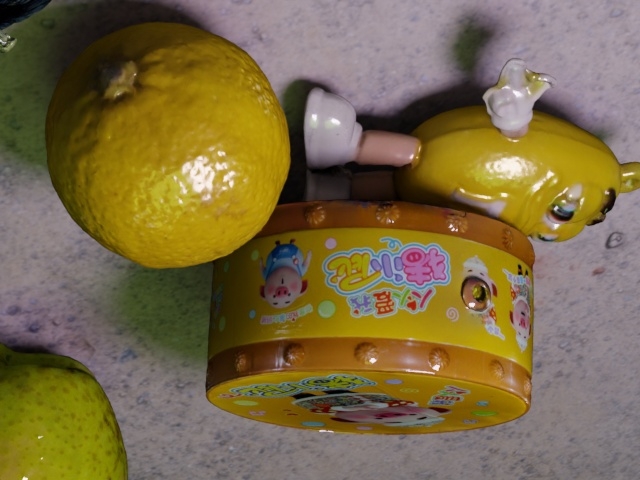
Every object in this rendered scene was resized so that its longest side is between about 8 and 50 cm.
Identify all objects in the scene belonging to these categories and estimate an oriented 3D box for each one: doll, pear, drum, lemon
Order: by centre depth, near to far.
[{"bbox_3d":[-0.169,-0.105,1.777,0.293,0.293,0.293,-10,141,-8],"label":"lemon"},{"bbox_3d":[0.166,-0.100,1.984,0.423,0.161,0.348,-12,148,19],"label":"doll"},{"bbox_3d":[0.064,0.105,2.017,0.431,0.214,0.431,3,164,1],"label":"drum"},{"bbox_3d":[-0.426,0.308,2.124,0.391,0.391,0.391,-10,141,-8],"label":"pear"}]

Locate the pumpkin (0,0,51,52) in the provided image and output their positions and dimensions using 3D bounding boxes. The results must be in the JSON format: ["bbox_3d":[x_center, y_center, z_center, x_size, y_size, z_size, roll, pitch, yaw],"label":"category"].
[{"bbox_3d":[-0.351,-0.273,1.598,0.194,0.150,0.194,15,166,4],"label":"pumpkin"}]
